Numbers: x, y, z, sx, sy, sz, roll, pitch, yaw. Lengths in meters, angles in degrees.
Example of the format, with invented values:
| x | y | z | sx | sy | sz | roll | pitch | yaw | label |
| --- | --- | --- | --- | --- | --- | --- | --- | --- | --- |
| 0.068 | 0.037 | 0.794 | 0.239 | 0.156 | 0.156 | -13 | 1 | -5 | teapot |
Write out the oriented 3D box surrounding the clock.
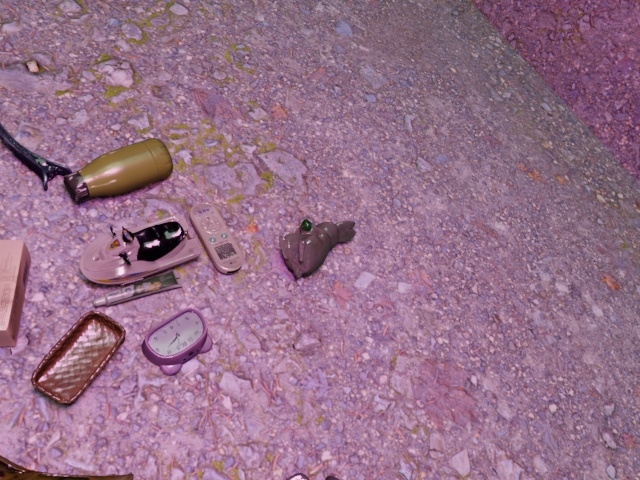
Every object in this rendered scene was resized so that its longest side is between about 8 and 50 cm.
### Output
| x | y | z | sx | sy | sz | roll | pitch | yaw | label |
| --- | --- | --- | --- | --- | --- | --- | --- | --- | --- |
| -0.320 | 0.228 | 1.113 | 0.152 | 0.050 | 0.110 | -33 | 75 | -34 | clock |

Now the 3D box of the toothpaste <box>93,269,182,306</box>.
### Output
| x | y | z | sx | sy | sz | roll | pitch | yaw | label |
| --- | --- | --- | --- | --- | --- | --- | --- | --- | --- |
| -0.430 | 0.118 | 1.155 | 0.204 | 0.031 | 0.049 | -17 | 68 | -31 | toothpaste |

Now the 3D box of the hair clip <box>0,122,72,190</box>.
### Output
| x | y | z | sx | sy | sz | roll | pitch | yaw | label |
| --- | --- | --- | --- | --- | --- | --- | --- | --- | --- |
| -0.760 | -0.244 | 1.228 | 0.275 | 0.048 | 0.083 | 44 | 57 | -2 | hair clip |

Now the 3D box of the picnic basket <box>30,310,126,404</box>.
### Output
| x | y | z | sx | sy | sz | roll | pitch | yaw | label |
| --- | --- | --- | --- | --- | --- | --- | --- | --- | --- |
| -0.503 | 0.247 | 1.026 | 0.110 | 0.055 | 0.193 | 32 | 52 | 0 | picnic basket |

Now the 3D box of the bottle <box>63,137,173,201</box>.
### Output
| x | y | z | sx | sy | sz | roll | pitch | yaw | label |
| --- | --- | --- | --- | --- | --- | --- | --- | --- | --- |
| -0.520 | -0.178 | 1.261 | 0.260 | 0.112 | 0.112 | -30 | 73 | -33 | bottle |

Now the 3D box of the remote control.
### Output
| x | y | z | sx | sy | sz | roll | pitch | yaw | label |
| --- | --- | --- | --- | --- | --- | --- | --- | --- | --- |
| -0.277 | -0.006 | 1.289 | 0.078 | 0.042 | 0.222 | -21 | 69 | -32 | remote control |

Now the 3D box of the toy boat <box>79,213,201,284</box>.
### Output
| x | y | z | sx | sy | sz | roll | pitch | yaw | label |
| --- | --- | --- | --- | --- | --- | --- | --- | --- | --- |
| -0.424 | 0.016 | 1.164 | 0.269 | 0.141 | 0.141 | -15 | 64 | -44 | toy boat |

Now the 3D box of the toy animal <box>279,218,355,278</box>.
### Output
| x | y | z | sx | sy | sz | roll | pitch | yaw | label |
| --- | --- | --- | --- | --- | --- | --- | --- | --- | --- |
| -0.002 | 0.002 | 1.362 | 0.125 | 0.127 | 0.251 | 40 | 38 | 21 | toy animal |

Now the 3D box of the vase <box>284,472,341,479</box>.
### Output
| x | y | z | sx | sy | sz | roll | pitch | yaw | label |
| --- | --- | --- | --- | --- | --- | --- | --- | --- | --- |
| -0.027 | 0.602 | 0.936 | 0.251 | 0.156 | 0.300 | 38 | 57 | 24 | vase |

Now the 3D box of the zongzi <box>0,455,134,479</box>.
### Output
| x | y | z | sx | sy | sz | roll | pitch | yaw | label |
| --- | --- | --- | --- | --- | --- | --- | --- | --- | --- |
| -0.515 | 0.428 | 0.862 | 0.251 | 0.125 | 0.274 | 50 | 51 | 4 | zongzi |

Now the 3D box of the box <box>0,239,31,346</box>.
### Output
| x | y | z | sx | sy | sz | roll | pitch | yaw | label |
| --- | --- | --- | --- | --- | --- | --- | --- | --- | --- |
| -0.715 | 0.108 | 1.009 | 0.167 | 0.095 | 0.212 | 4 | 57 | -21 | box |
